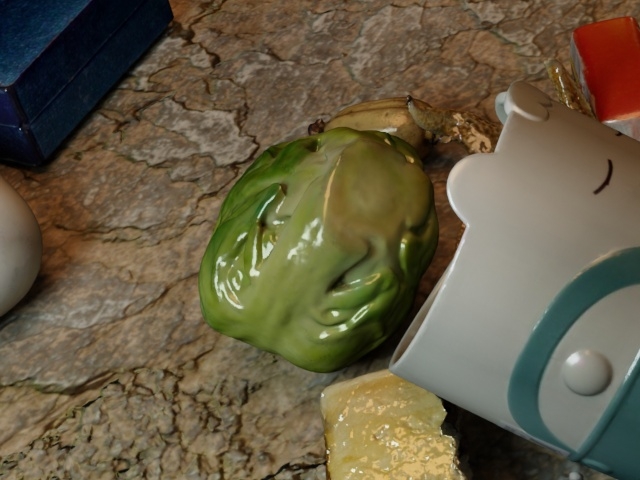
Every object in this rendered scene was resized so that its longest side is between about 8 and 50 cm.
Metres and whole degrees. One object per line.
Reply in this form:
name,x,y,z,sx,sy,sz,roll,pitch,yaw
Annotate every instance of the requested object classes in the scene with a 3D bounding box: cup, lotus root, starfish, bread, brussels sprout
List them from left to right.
brussels sprout,0.000,0.000,1.191,0.223,0.161,0.223,-39,25,23
lotus root,0.062,-0.098,1.372,0.152,0.063,0.072,-1,16,28
bread,0.057,0.154,1.085,0.106,0.082,0.125,-20,50,14
starfish,0.184,-0.031,1.208,0.277,0.062,0.236,23,68,3
cup,0.202,0.029,1.045,0.257,0.219,0.290,27,26,5

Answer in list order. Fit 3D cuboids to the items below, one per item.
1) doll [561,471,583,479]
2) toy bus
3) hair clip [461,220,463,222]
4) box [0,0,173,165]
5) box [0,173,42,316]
doll,0.128,0.222,0.981,0.160,0.059,0.161,-11,40,22
toy bus,0.266,-0.126,1.318,0.079,0.077,0.174,-12,41,8
hair clip,0.187,-0.019,1.268,0.137,0.022,0.054,8,47,15
box,-0.347,-0.218,1.609,0.279,0.116,0.261,11,47,30
box,-0.434,0.000,1.380,0.288,0.141,0.349,-34,43,-17
